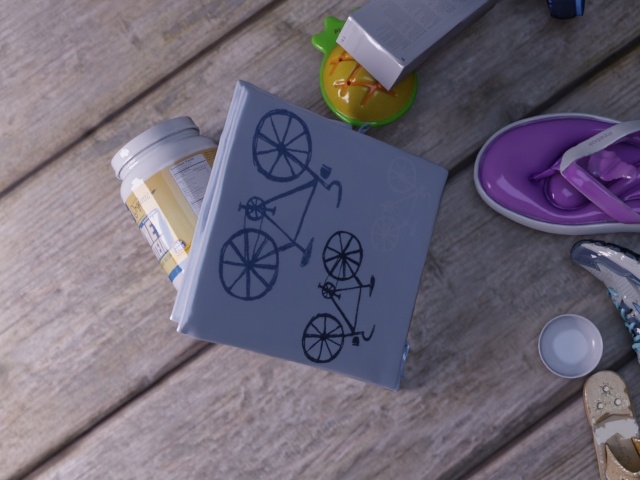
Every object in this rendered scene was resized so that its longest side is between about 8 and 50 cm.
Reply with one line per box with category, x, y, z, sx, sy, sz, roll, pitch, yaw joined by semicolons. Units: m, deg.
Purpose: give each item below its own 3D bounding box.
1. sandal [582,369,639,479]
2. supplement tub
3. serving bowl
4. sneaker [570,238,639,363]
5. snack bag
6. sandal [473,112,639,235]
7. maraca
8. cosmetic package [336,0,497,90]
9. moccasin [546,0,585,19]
sandal;0.394;0.280;1.760;0.088;0.079;0.240;-19;82;0
supplement tub;-0.169;-0.045;1.801;0.144;0.144;0.200;-32;82;-2
serving bowl;0.324;0.138;1.809;0.083;0.027;0.083;0;82;4
sneaker;0.428;0.103;1.772;0.283;0.110;0.122;35;98;12
snack bag;0.000;0.000;1.765;0.342;0.037;0.323;18;81;-29
sandal;0.408;-0.088;1.788;0.416;0.102;0.169;8;72;4
maraca;0.057;-0.229;1.840;0.127;0.099;0.186;-17;64;-4
cosmetic package;0.135;-0.296;1.808;0.099;0.060;0.239;44;55;9
moccasin;0.290;-0.446;1.854;0.116;0.138;0.342;-5;68;7
